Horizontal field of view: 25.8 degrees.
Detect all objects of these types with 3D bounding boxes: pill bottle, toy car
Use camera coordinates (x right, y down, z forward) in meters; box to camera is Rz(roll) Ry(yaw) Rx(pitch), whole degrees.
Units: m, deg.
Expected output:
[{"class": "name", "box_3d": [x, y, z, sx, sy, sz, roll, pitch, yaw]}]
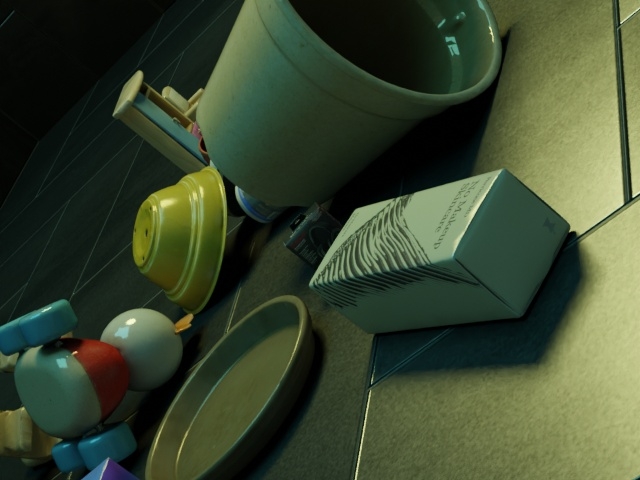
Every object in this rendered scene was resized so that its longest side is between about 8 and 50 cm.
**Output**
[{"class": "pill bottle", "box_3d": [-0.049, -0.090, 1.954, 0.137, 0.078, 0.078, -38, 22, 34]}, {"class": "toy car", "box_3d": [-0.276, 0.164, 1.893, 0.238, 0.219, 0.210, -27, 4, -31]}]

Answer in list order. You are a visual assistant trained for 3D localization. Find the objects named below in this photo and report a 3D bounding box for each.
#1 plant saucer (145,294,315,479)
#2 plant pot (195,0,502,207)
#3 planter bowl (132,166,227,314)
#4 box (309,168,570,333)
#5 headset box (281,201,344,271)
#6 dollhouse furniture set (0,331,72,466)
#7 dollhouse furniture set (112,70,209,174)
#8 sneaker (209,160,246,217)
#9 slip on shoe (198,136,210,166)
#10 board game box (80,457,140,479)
[{"class": "plant saucer", "box_3d": [-0.099, 0.184, 1.603, 0.278, 0.041, 0.278, -43, 20, 20]}, {"class": "plant pot", "box_3d": [0.004, -0.209, 1.753, 0.305, 0.334, 0.333, -50, 14, 42]}, {"class": "planter bowl", "box_3d": [-0.213, -0.005, 2.005, 0.217, 0.090, 0.217, -173, 90, -66]}, {"class": "box", "box_3d": [0.108, 0.017, 1.355, 0.113, 0.094, 0.275, -59, 19, -23]}, {"class": "headset box", "box_3d": [0.000, 0.000, 1.656, 0.062, 0.083, 0.032, -48, 18, 5]}, {"class": "dollhouse furniture set", "box_3d": [-0.587, 0.307, 2.040, 0.256, 0.362, 0.394, -26, 60, 49]}, {"class": "dollhouse furniture set", "box_3d": [-0.182, -0.306, 2.492, 0.303, 0.198, 0.286, -42, 20, 21]}, {"class": "sneaker", "box_3d": [-0.069, -0.161, 2.017, 0.126, 0.127, 0.321, -27, -43, -51]}, {"class": "slip on shoe", "box_3d": [-0.077, -0.180, 2.159, 0.331, 0.101, 0.123, -27, 27, 47]}, {"class": "board game box", "box_3d": [-0.348, 0.438, 1.631, 0.347, 0.078, 0.233, -40, 21, 28]}]
